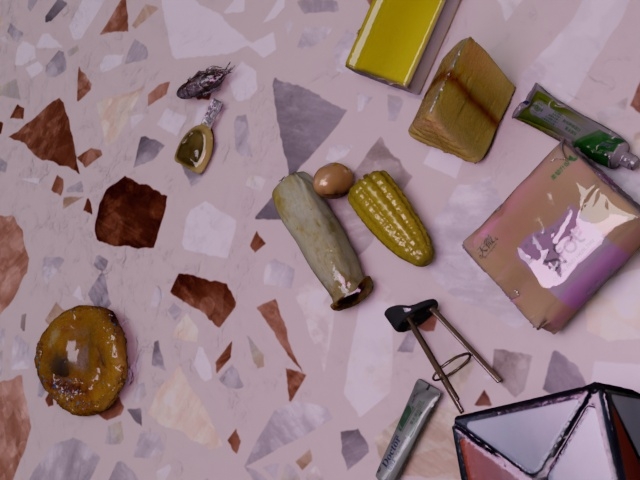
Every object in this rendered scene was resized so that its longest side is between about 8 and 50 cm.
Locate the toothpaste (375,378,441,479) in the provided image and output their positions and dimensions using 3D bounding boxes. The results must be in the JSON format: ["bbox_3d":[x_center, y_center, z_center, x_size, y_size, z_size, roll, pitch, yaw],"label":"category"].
[{"bbox_3d":[0.150,0.355,1.752,0.064,0.041,0.218,26,91,49],"label":"toothpaste"}]

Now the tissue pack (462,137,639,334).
[{"bbox_3d":[0.396,-0.006,1.627,0.256,0.123,0.215,-51,61,21],"label":"tissue pack"}]

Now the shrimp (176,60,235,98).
[{"bbox_3d":[-0.247,-0.345,2.134,0.165,0.065,0.056,-18,103,23],"label":"shrimp"}]

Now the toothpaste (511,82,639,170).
[{"bbox_3d":[0.441,-0.188,1.683,0.248,0.047,0.078,38,97,34],"label":"toothpaste"}]

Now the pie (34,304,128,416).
[{"bbox_3d":[-0.524,0.263,2.172,0.273,0.069,0.273,-8,75,32],"label":"pie"}]

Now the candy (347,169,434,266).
[{"bbox_3d":[0.138,-0.030,1.805,0.094,0.106,0.199,-35,67,0],"label":"candy"}]

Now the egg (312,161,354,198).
[{"bbox_3d":[0.021,-0.115,1.904,0.071,0.083,0.071,16,111,47],"label":"egg"}]

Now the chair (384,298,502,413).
[{"bbox_3d":[0.212,0.187,1.724,0.095,0.104,0.221,-35,66,-7],"label":"chair"}]

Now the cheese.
[{"bbox_3d":[-0.255,-0.230,2.126,0.086,0.036,0.162,30,97,31],"label":"cheese"}]

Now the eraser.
[{"bbox_3d":[0.157,-0.404,1.888,0.158,0.069,0.226,25,93,31],"label":"eraser"}]

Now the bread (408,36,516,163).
[{"bbox_3d":[0.210,-0.266,1.714,0.163,0.264,0.167,27,89,31],"label":"bread"}]

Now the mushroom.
[{"bbox_3d":[0.000,0.000,1.896,0.100,0.081,0.312,-37,61,14],"label":"mushroom"}]

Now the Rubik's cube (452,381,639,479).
[{"bbox_3d":[0.371,0.364,1.490,0.248,0.246,0.250,-18,71,27],"label":"Rubik's cube"}]
